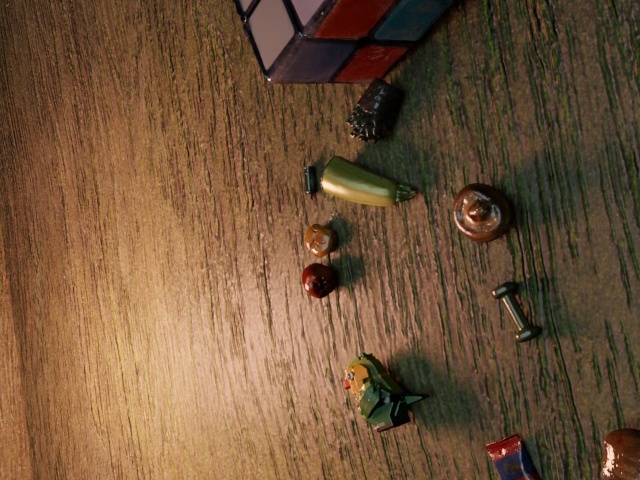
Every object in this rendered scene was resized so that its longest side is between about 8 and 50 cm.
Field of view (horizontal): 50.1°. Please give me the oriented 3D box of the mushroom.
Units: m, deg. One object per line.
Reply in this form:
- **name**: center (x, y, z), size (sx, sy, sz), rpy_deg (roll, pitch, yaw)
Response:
- **mushroom**: center (0.317, -0.055, 1.343), size (0.126, 0.085, 0.109), rpy_deg (54, 158, 23)

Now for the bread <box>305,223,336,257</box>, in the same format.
- **bread**: center (0.000, 0.000, 1.646), size (0.081, 0.046, 0.083), rpy_deg (-38, 66, 33)

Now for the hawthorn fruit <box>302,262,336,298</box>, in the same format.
- **hawthorn fruit**: center (-0.007, 0.091, 1.642), size (0.093, 0.081, 0.081), rpy_deg (-130, 53, -63)

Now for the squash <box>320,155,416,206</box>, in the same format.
- **squash**: center (0.115, -0.124, 1.526), size (0.224, 0.094, 0.094), rpy_deg (18, 103, 33)

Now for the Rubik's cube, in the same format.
- **Rubik's cube**: center (0.034, -0.530, 1.390), size (0.313, 0.318, 0.316), rpy_deg (-40, 67, 49)

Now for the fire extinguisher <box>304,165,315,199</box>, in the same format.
- **fire extinguisher**: center (-0.025, -0.139, 1.679), size (0.038, 0.025, 0.083), rpy_deg (162, 103, -79)

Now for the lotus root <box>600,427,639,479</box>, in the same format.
- **lotus root**: center (0.533, 0.381, 1.151), size (0.081, 0.112, 0.122), rpy_deg (-3, 78, 55)

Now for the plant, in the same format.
- **plant**: center (0.118, -0.283, 1.506), size (0.094, 0.092, 0.143), rpy_deg (31, 103, 29)

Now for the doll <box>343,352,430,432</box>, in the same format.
- **doll**: center (0.131, 0.331, 1.502), size (0.186, 0.106, 0.134), rpy_deg (41, 111, 33)

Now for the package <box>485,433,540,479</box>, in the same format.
- **package**: center (0.397, 0.481, 1.330), size (0.083, 0.022, 0.200), rpy_deg (-37, 69, 36)

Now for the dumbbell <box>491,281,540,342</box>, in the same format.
- **dumbbell**: center (0.377, 0.138, 1.320), size (0.052, 0.046, 0.118), rpy_deg (-36, 68, 31)
